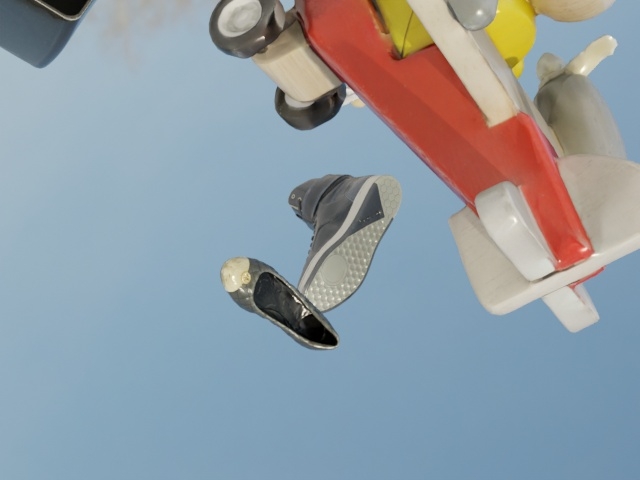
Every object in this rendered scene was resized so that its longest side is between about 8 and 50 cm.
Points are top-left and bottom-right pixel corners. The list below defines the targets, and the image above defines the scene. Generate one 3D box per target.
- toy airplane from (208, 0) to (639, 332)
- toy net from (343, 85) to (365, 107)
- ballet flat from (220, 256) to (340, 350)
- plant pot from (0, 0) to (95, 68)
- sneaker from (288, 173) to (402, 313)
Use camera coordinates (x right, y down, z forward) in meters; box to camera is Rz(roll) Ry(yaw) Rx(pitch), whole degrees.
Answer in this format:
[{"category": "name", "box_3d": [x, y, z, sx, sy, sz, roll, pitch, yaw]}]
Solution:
[{"category": "toy airplane", "box_3d": [0.131, -0.127, 1.263, 0.272, 0.384, 0.386, -44, -171, 0]}, {"category": "toy net", "box_3d": [0.088, -0.184, 2.402, 0.122, 0.232, 0.045, 30, -69, 61]}, {"category": "ballet flat", "box_3d": [-0.042, 0.067, 1.892, 0.049, 0.173, 0.057, 11, -110, 52]}, {"category": "plant pot", "box_3d": [-0.312, -0.301, 1.873, 0.188, 0.187, 0.167, -60, -179, -31]}, {"category": "sneaker", "box_3d": [0.001, 0.001, 2.428, 0.163, 0.086, 0.226, 9, -121, 49]}]
